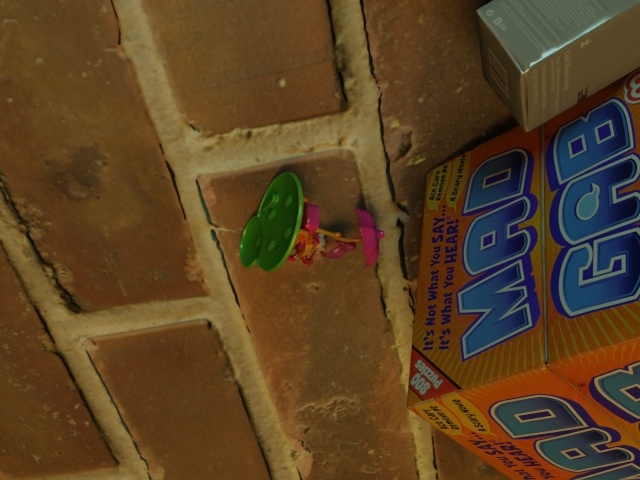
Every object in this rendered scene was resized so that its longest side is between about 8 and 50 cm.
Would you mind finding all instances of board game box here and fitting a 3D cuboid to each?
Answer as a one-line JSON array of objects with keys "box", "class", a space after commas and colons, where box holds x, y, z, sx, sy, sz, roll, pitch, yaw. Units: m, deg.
[{"box": [0.360, 0.077, 1.073, 0.356, 0.356, 0.356, -26, 130, 37], "class": "board game box"}]

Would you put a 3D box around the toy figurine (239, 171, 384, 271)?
[{"box": [0.000, 0.000, 1.207, 0.159, 0.130, 0.173, 13, 151, -27], "class": "toy figurine"}]

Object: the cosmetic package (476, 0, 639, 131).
[{"box": [0.289, -0.233, 0.954, 0.238, 0.107, 0.127, -29, 152, 2], "class": "cosmetic package"}]
